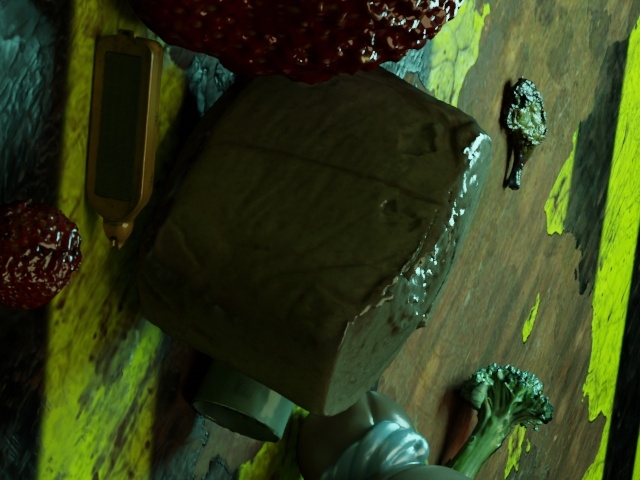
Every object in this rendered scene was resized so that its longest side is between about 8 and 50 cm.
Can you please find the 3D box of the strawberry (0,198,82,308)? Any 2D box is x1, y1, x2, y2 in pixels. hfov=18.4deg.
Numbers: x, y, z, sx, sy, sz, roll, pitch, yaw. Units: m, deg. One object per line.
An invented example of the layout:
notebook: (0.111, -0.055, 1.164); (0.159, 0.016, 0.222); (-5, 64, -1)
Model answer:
strawberry: (-0.222, 0.014, 1.427); (0.096, 0.083, 0.083); (-34, 131, -47)

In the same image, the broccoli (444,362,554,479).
broccoli: (0.194, 0.243, 2.409); (0.204, 0.118, 0.122); (-56, -178, -9)

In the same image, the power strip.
power strip: (-0.154, -0.079, 1.555); (0.028, 0.049, 0.178); (-28, 126, -67)

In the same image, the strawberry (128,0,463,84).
strawberry: (-0.008, -0.239, 1.578); (0.257, 0.261, 0.261); (-62, 152, -44)

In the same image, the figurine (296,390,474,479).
figurine: (0.048, 0.368, 1.954); (0.276, 0.248, 0.388); (47, 68, -31)

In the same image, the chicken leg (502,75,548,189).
chicken leg: (0.244, -0.130, 2.397); (0.062, 0.037, 0.145); (-31, 132, -29)

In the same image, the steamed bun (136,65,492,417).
steamed bun: (0.000, 0.000, 1.686); (0.301, 0.251, 0.199); (-54, 156, -27)

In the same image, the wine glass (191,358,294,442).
wine glass: (-0.034, 0.065, 1.815); (0.231, 0.103, 0.103); (-65, 153, -18)

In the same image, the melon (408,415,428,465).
melon: (0.073, 0.238, 2.149); (0.160, 0.079, 0.128); (-52, 147, -42)
